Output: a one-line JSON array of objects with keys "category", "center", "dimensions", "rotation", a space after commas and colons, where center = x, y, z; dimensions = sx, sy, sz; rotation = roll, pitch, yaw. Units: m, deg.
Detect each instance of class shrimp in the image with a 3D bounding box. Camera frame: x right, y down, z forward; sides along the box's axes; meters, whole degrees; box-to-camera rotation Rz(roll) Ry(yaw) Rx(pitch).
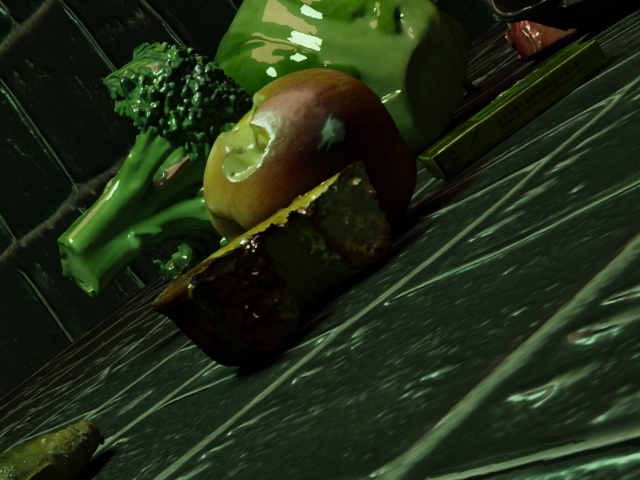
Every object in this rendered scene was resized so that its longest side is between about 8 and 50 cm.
[{"category": "shrimp", "center": [-0.268, 0.219, 1.202], "dimensions": [0.253, 0.058, 0.173], "rotation": [-36, -5, -43]}]

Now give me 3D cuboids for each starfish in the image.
[{"category": "starfish", "center": [0.238, -0.183, 1.788], "dimensions": [0.086, 0.016, 0.092], "rotation": [-37, 7, 10]}]

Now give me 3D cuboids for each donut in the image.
[{"category": "donut", "center": [-0.038, 0.030, 1.207], "dimensions": [0.217, 0.085, 0.141], "rotation": [-38, 5, -37]}]

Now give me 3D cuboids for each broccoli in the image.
[{"category": "broccoli", "center": [-0.148, -0.060, 1.806], "dimensions": [0.375, 0.249, 0.302], "rotation": [88, -162, -57]}]

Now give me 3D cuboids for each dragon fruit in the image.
[{"category": "dragon fruit", "center": [0.324, -0.341, 2.048], "dimensions": [0.163, 0.189, 0.261], "rotation": [-2, 12, 17]}]

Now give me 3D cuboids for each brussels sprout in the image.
[{"category": "brussels sprout", "center": [0.012, -0.204, 2.002], "dimensions": [0.371, 0.315, 0.276], "rotation": [-15, 35, 51]}]

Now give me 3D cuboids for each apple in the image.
[{"category": "apple", "center": [-0.015, -0.058, 1.367], "dimensions": [0.199, 0.199, 0.199], "rotation": [-35, 5, 3]}]

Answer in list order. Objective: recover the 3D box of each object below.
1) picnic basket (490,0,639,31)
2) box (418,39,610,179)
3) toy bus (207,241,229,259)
[{"category": "picnic basket", "center": [0.313, -0.396, 1.849], "dimensions": [0.129, 0.297, 0.222], "rotation": [20, -31, -39]}, {"category": "box", "center": [0.186, -0.127, 1.504], "dimensions": [0.193, 0.030, 0.121], "rotation": [-35, 4, -1]}, {"category": "toy bus", "center": [-0.035, -0.014, 1.681], "dimensions": [0.226, 0.074, 0.081], "rotation": [-36, 4, 5]}]
